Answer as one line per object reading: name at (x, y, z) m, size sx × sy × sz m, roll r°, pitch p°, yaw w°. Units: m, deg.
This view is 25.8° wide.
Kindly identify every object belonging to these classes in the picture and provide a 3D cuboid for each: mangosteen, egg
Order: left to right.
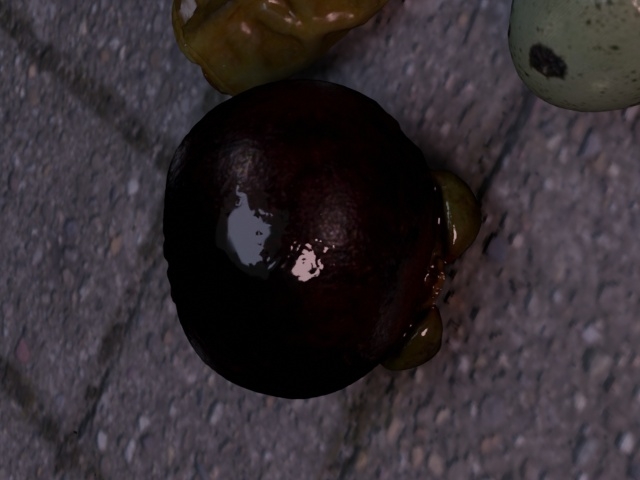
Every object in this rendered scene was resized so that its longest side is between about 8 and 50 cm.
mangosteen at (0.000, 0.000, 0.647) m, size 0.152 × 0.152 × 0.153 m, roll -8°, pitch 79°, yaw 45°
egg at (0.121, -0.097, 0.562) m, size 0.110 × 0.085 × 0.085 m, roll -39°, pitch 57°, yaw 49°

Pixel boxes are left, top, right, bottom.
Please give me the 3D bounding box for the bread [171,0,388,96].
bread at (0.052, -0.191, 0.651) m, size 0.367 × 0.077 × 0.084 m, roll -39°, pitch 57°, yaw 35°
